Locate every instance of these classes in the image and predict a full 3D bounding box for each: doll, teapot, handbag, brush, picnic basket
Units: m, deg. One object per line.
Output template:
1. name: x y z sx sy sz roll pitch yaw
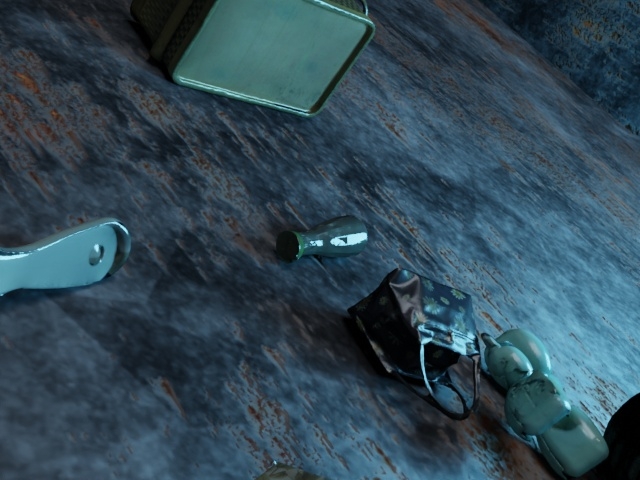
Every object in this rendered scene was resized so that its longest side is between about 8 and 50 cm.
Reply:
1. doll: 0.203 0.143 0.885 0.159 0.059 0.158 40 16 -44
2. teapot: 0.000 0.000 0.921 0.043 0.043 0.110 47 30 23
3. handbag: 0.102 0.101 0.839 0.115 0.072 0.139 21 33 -37
4. brush: -0.232 0.018 0.596 0.060 0.068 0.297 21 15 22
5. picnic basket: -0.078 -0.270 1.145 0.266 0.165 0.139 7 39 -44

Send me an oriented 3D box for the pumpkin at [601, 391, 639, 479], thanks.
1. pumpkin: 0.355 0.222 0.862 0.202 0.140 0.202 27 12 -6

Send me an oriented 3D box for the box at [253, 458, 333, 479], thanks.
1. box: 0.002 0.176 0.555 0.098 0.062 0.045 14 17 24
